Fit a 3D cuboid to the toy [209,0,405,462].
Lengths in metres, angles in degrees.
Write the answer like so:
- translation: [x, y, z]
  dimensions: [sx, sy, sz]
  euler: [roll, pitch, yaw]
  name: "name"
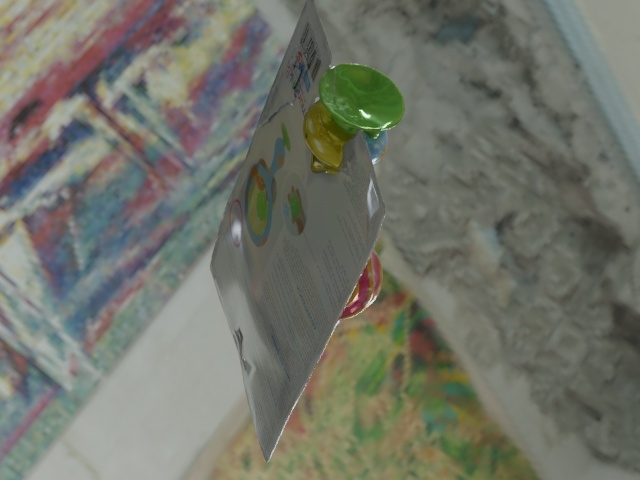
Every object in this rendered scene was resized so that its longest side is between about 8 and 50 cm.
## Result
- translation: [0.000, 0.000, 0.774]
  dimensions: [0.237, 0.056, 0.137]
  euler: [110, -31, -52]
  name: "toy"
